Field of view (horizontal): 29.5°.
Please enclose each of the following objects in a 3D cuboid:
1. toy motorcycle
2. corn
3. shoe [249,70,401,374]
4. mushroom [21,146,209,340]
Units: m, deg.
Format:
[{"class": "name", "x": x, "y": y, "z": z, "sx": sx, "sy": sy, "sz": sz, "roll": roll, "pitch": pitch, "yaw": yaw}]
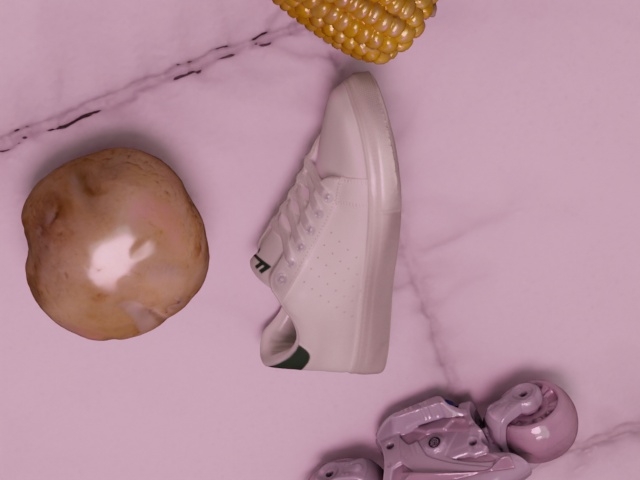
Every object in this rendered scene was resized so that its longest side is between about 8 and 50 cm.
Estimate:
[{"class": "toy motorcycle", "x": 0.106, "y": 0.199, "z": 1.055, "sx": 0.254, "sy": 0.112, "sz": 0.112, "roll": -24, "pitch": 120, "yaw": 5}, {"class": "corn", "x": -0.028, "y": -0.212, "z": 0.815, "sx": 0.244, "sy": 0.093, "sz": 0.093, "roll": 34, "pitch": 109, "yaw": -20}, {"class": "shoe", "x": 0.000, "y": 0.000, "z": 0.937, "sx": 0.110, "sy": 0.095, "sz": 0.265, "roll": -6, "pitch": 122, "yaw": -6}, {"class": "mushroom", "x": -0.153, "y": 0.004, "z": 0.902, "sx": 0.148, "sy": 0.112, "sz": 0.148, "roll": -4, "pitch": 117, "yaw": -8}]
